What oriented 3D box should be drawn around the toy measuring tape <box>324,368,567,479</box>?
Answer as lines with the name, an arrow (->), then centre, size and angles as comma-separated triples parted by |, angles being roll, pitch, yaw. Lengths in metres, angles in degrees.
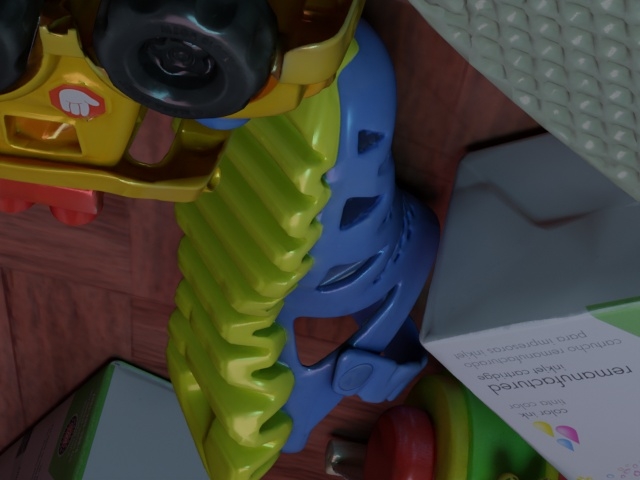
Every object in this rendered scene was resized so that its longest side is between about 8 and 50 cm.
toy measuring tape -> 0.069, 0.122, 1.001 | 0.121, 0.121, 0.330 | 24, 180, -15

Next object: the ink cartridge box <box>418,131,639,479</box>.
ink cartridge box -> 0.235, 0.078, 0.866 | 0.207, 0.119, 0.353 | -13, 139, 36

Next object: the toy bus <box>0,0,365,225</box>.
toy bus -> -0.088, -0.083, 0.700 | 0.220, 0.149, 0.211 | 9, 143, 6

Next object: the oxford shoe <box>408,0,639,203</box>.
oxford shoe -> 0.203, -0.029, 0.591 | 0.449, 0.130, 0.169 | 42, 155, -20

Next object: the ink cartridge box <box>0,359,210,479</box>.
ink cartridge box -> -0.175, 0.231, 1.200 | 0.114, 0.198, 0.273 | 25, 148, -18

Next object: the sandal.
sandal -> 0.000, 0.000, 0.868 | 0.138, 0.126, 0.317 | -16, 147, -20
